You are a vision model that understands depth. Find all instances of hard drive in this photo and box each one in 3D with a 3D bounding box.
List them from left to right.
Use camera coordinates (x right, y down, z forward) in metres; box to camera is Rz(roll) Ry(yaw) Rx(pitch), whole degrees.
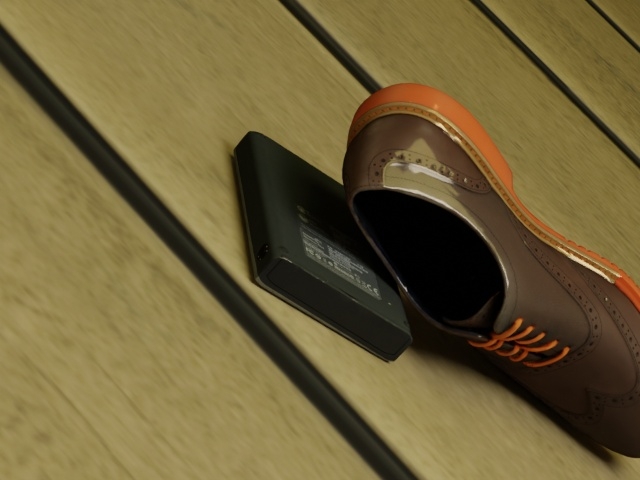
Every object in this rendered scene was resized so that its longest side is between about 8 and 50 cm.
[{"bbox_3d":[0.000,0.000,0.986,0.094,0.022,0.135,32,23,-24],"label":"hard drive"}]

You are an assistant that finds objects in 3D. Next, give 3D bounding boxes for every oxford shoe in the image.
[{"bbox_3d":[0.104,0.041,0.997,0.271,0.097,0.098,44,34,-16],"label":"oxford shoe"}]
